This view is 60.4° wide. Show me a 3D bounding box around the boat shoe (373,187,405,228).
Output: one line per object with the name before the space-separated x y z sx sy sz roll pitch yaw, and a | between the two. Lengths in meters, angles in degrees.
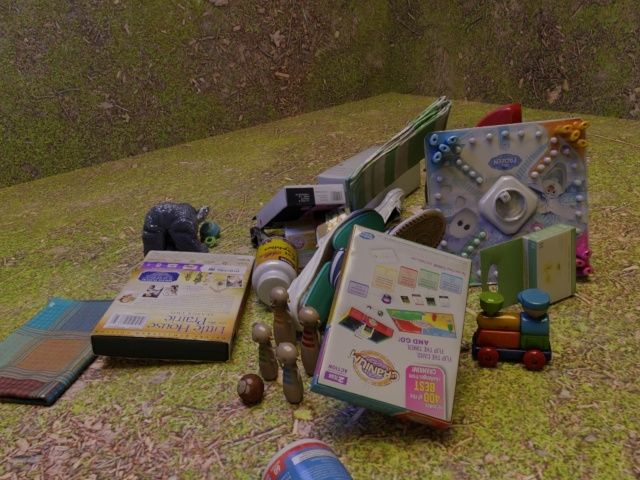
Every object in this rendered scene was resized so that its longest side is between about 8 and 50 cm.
boat shoe | 0.232 -0.092 1.801 0.075 0.083 0.226 23 47 27

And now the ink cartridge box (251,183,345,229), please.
ink cartridge box | -0.078 -0.087 1.647 0.175 0.069 0.371 -4 -8 -22

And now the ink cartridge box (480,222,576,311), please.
ink cartridge box | 0.476 0.072 1.249 0.235 0.171 0.056 -17 21 -22

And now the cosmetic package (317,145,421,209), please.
cosmetic package | 0.187 -0.217 1.970 0.217 0.156 0.385 8 29 32

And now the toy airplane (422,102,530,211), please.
toy airplane | 0.433 -0.167 1.550 0.272 0.384 0.386 36 0 27

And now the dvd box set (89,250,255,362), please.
dvd box set | -0.339 0.147 1.371 0.307 0.062 0.420 2 25 0

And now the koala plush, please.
koala plush | -0.437 -0.051 1.699 0.196 0.203 0.221 -3 24 5

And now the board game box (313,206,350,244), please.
board game box | 0.059 0.025 1.468 0.136 0.030 0.260 -5 56 -3

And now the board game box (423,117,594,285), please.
board game box | 0.461 -0.085 1.336 0.389 0.390 0.050 -5 8 1

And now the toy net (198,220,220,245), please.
toy net | -0.448 -0.004 1.800 0.232 0.045 0.122 -9 54 0

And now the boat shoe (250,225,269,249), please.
boat shoe | -0.196 -0.006 1.719 0.049 0.056 0.152 -11 25 -24

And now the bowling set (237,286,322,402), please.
bowling set | -0.070 0.222 1.072 0.199 0.154 0.287 -24 30 -35

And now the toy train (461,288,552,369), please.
toy train | 0.335 0.167 1.109 0.248 0.143 0.105 1 25 15

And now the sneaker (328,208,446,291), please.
sneaker | 0.131 0.024 1.187 0.282 0.099 0.153 -43 24 -3

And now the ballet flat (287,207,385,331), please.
ballet flat | 0.017 0.059 1.352 0.139 0.139 0.400 11 48 33

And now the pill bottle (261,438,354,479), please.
pill bottle | 0.013 0.383 0.736 0.124 0.124 0.221 -17 26 -22

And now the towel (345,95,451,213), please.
towel | 0.199 -0.204 1.408 0.325 0.248 0.038 -40 73 -6

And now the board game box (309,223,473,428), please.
board game box | 0.136 0.149 1.000 0.242 0.064 0.317 17 62 -2

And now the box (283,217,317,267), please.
box | 0.000 0.000 1.591 0.203 0.114 0.103 -9 24 -2

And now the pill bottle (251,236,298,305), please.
pill bottle | -0.117 0.081 1.436 0.117 0.117 0.215 -6 25 0

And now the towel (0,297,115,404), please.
towel | -0.635 0.243 1.300 0.271 0.040 0.370 0 25 14
